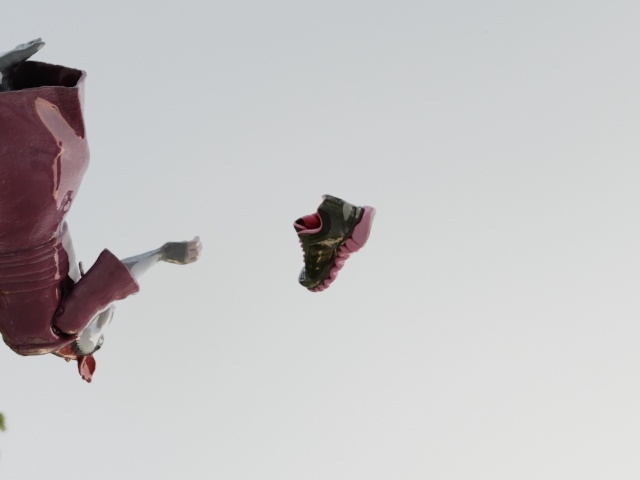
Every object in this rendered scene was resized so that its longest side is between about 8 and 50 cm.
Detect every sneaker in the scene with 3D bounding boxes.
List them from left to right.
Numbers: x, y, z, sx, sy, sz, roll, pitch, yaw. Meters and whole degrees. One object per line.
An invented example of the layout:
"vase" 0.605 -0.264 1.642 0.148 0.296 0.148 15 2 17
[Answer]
"sneaker" 0.000 0.000 0.705 0.057 0.047 0.119 23 -39 -11

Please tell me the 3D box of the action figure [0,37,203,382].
"action figure" -0.291 0.006 0.833 0.247 0.276 0.370 -1 -61 19
